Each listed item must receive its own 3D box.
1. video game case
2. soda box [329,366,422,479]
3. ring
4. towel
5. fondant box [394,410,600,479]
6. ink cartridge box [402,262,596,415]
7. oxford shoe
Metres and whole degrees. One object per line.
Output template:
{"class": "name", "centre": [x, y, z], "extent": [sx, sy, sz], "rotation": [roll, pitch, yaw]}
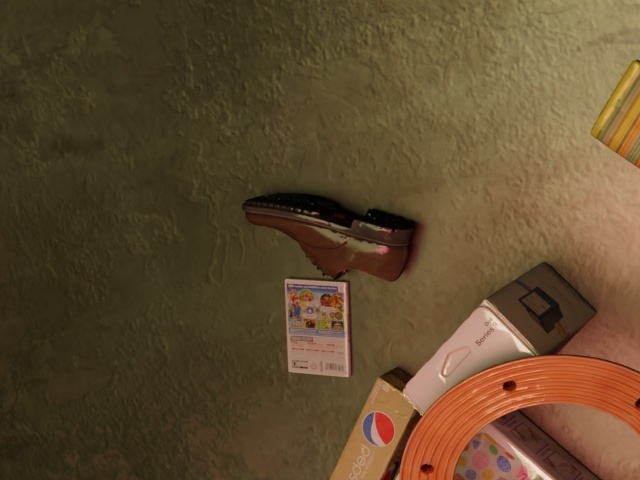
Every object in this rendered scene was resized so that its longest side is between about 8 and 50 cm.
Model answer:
{"class": "video game case", "centre": [-0.003, 0.110, 2.006], "extent": [0.087, 0.011, 0.122], "rotation": [3, 101, 28]}
{"class": "soda box", "centre": [0.072, 0.252, 1.966], "extent": [0.061, 0.058, 0.181], "rotation": [32, 111, 19]}
{"class": "ring", "centre": [0.253, 0.259, 1.712], "extent": [0.336, 0.032, 0.337], "rotation": [2, 118, 3]}
{"class": "towel", "centre": [0.410, -0.091, 1.710], "extent": [0.237, 0.021, 0.102], "rotation": [37, 119, 16]}
{"class": "fondant box", "centre": [0.237, 0.366, 1.879], "extent": [0.330, 0.096, 0.238], "rotation": [40, 114, 15]}
{"class": "ink cartridge box", "centre": [0.203, 0.125, 1.786], "extent": [0.093, 0.212, 0.154], "rotation": [45, 115, 13]}
{"class": "oxford shoe", "centre": [0.000, 0.000, 1.946], "extent": [0.227, 0.083, 0.096], "rotation": [17, 111, 25]}
